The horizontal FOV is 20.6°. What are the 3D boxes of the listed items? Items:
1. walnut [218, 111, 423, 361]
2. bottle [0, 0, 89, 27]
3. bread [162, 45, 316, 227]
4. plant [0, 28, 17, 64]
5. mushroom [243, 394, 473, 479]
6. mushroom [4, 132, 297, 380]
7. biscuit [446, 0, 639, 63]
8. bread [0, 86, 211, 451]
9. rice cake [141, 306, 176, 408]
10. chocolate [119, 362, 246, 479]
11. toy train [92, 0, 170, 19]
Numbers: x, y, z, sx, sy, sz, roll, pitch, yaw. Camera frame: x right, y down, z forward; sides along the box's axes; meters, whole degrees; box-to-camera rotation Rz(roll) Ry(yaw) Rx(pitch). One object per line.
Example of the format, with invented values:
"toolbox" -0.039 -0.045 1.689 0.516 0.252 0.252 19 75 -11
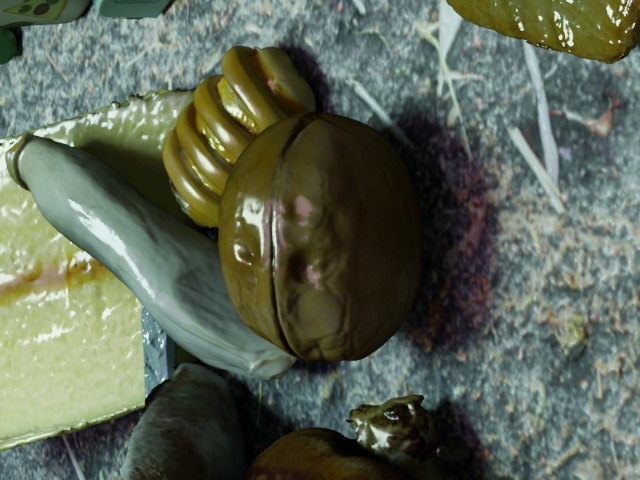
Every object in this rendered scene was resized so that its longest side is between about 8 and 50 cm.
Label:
"walnut" 0.000 0.000 1.423 0.167 0.167 0.207 16 112 49
"bottle" -0.355 -0.263 1.724 0.120 0.253 0.120 15 110 48
"bread" -0.075 -0.092 1.556 0.119 0.084 0.177 56 132 26
"plant" -0.371 -0.217 1.918 0.102 0.051 0.051 21 114 52
"mushroom" 0.036 0.269 1.433 0.297 0.163 0.278 12 106 58
"mushroom" -0.153 0.011 1.605 0.351 0.109 0.097 38 95 17
"biscuit" 0.154 -0.199 1.265 0.247 0.029 0.118 31 133 55
"bread" -0.289 0.052 1.751 0.405 0.242 0.345 -6 97 55
"rice cake" -0.155 0.143 1.692 0.030 0.042 0.180 4 103 18
"chocolate" -0.115 0.230 1.572 0.303 0.101 0.185 -75 -17 -76
"toy train" -0.243 -0.403 1.687 0.086 0.088 0.407 -43 64 47
